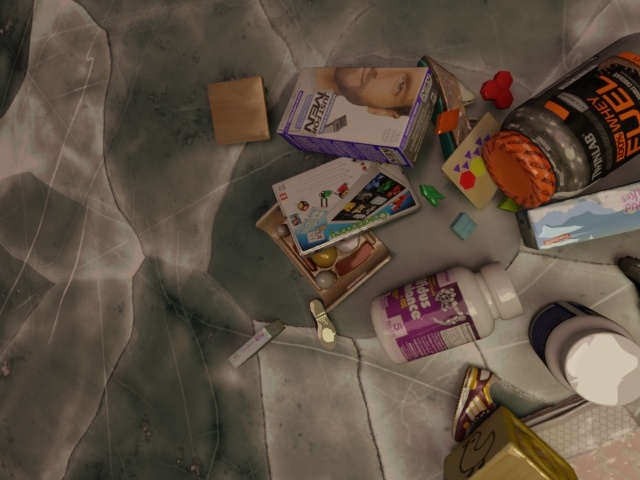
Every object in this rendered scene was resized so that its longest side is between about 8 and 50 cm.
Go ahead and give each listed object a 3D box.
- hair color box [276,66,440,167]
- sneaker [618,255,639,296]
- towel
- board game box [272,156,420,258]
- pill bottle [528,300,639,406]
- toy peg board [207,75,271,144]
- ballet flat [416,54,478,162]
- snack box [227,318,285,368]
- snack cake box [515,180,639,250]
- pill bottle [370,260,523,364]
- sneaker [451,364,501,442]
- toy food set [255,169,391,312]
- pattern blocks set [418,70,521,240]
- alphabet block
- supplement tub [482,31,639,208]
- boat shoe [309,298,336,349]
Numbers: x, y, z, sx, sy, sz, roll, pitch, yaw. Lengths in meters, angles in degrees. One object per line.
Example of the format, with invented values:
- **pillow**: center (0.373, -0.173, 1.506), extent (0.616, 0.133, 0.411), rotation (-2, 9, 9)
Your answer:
- **hair color box**: center (0.078, -0.293, 0.940), extent (0.339, 0.110, 0.185), rotation (17, 83, 33)
- **sneaker**: center (0.702, 0.135, 0.833), extent (0.234, 0.078, 0.106), rotation (43, 100, 10)
- **towel**: center (0.576, 0.522, 0.891), extent (0.332, 0.053, 0.316), rotation (-34, 81, 16)
- **board game box**: center (0.059, -0.102, 0.986), extent (0.306, 0.053, 0.192), rotation (-22, 76, -2)
- **pill bottle**: center (0.512, 0.211, 0.795), extent (0.153, 0.265, 0.153), rotation (0, 91, 18)
- **toy peg board**: center (-0.210, -0.355, 1.122), extent (0.161, 0.079, 0.160), rotation (-2, 106, 18)
- **ballet flat**: center (0.317, -0.286, 0.948), extent (0.106, 0.107, 0.315), rotation (-17, 91, -3)
- **snack box**: center (-0.170, 0.276, 1.094), extent (0.141, 0.100, 0.037), rotation (-43, 79, 14)
- **snack cake box**: center (0.562, -0.054, 0.835), extent (0.265, 0.152, 0.089), rotation (-15, 87, 17)
- **pill bottle**: center (0.279, 0.157, 0.917), extent (0.302, 0.169, 0.169), rotation (-24, 84, 16)
- **sneaker**: center (0.362, 0.392, 0.946), extent (0.084, 0.070, 0.185), rotation (14, 96, 22)
- **toy food set**: center (0.000, 0.000, 1.042), extent (0.220, 0.092, 0.306), rotation (-43, 79, 13)
- **pattern blocks set**: center (0.354, -0.175, 0.886), extent (0.325, 0.026, 0.285), rotation (-42, 105, -10)
- **alphabet block**: center (0.388, 0.503, 0.830), extent (0.193, 0.192, 0.197), rotation (41, 103, 12)
- **supplement tub**: center (0.509, -0.221, 0.790), extent (0.338, 0.207, 0.207), rotation (-35, 81, 2)
- **boat shoe**: center (0.005, 0.219, 1.070), extent (0.049, 0.043, 0.137), rotation (-22, 86, -9)
